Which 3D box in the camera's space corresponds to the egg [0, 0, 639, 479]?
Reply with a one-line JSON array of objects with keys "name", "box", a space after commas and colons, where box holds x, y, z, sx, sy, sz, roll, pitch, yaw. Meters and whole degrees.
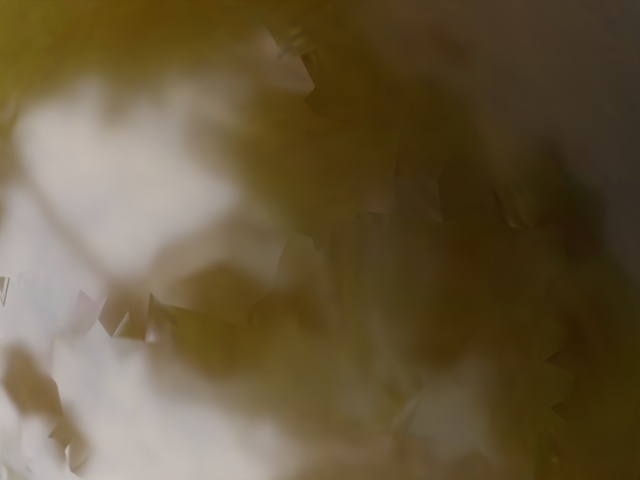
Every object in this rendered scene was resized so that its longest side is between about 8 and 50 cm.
[{"name": "egg", "box": [0.000, 0.000, 0.517, 0.351, 0.282, 0.283, 40, 142, 48]}]
